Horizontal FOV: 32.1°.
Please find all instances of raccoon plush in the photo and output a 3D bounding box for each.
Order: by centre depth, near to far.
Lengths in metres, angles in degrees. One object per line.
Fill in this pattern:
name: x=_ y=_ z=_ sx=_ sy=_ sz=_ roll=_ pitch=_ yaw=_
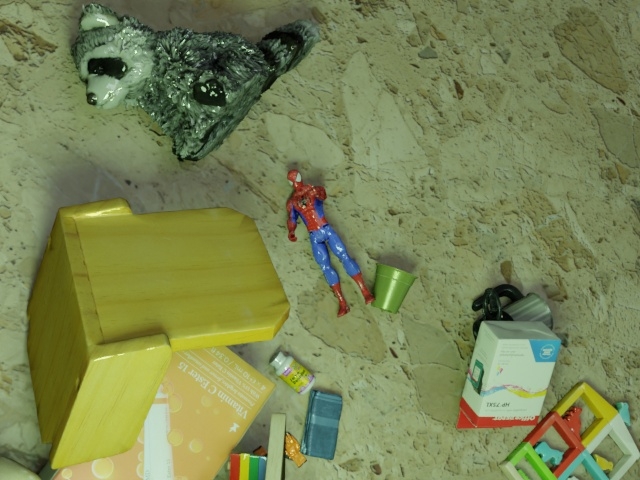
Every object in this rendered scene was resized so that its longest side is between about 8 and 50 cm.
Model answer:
raccoon plush: x=-0.240 y=-0.333 z=1.988 sx=0.299 sy=0.216 sz=0.446 roll=40 pitch=39 yaw=4

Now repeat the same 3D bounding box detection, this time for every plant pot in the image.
plant pot: x=0.129 y=0.092 z=2.069 sx=0.083 sy=0.083 sz=0.079 roll=21 pitch=85 yaw=-16

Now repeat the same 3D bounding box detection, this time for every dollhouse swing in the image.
dollhouse swing: x=-0.261 y=0.136 z=1.736 sx=0.305 sy=0.315 sz=0.347 roll=7 pitch=35 yaw=-28

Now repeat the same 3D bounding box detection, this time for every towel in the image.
towel: x=0.003 y=0.331 z=1.994 sx=0.067 sy=0.029 sz=0.119 roll=18 pitch=72 yaw=-28

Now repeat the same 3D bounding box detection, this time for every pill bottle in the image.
pill bottle: x=-0.051 y=0.235 z=1.985 sx=0.083 sy=0.043 sz=0.043 roll=41 pitch=69 yaw=-9

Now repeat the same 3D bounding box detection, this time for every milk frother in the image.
milk frother: x=0.366 y=0.138 z=2.110 sx=0.134 sy=0.143 sz=0.129 roll=-26 pitch=83 yaw=-21

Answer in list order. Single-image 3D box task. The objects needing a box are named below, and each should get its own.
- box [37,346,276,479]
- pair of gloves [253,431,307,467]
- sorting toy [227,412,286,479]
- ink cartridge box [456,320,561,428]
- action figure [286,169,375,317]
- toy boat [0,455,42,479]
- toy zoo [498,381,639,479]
box: x=-0.270 y=0.316 z=1.819 sx=0.215 sy=0.168 sz=0.345 roll=38 pitch=70 yaw=-11
pair of gloves: x=-0.071 y=0.383 z=1.968 sx=0.083 sy=0.010 sz=0.074 roll=-34 pitch=93 yaw=-22
sorting toy: x=-0.108 y=0.450 z=1.780 sx=0.089 sy=0.255 sz=0.257 roll=4 pitch=47 yaw=1
ink cartridge box: x=0.344 y=0.266 z=2.055 sx=0.134 sy=0.078 sz=0.231 roll=2 pitch=113 yaw=-21
action figure: x=0.000 y=0.000 z=1.998 sx=0.091 sy=0.139 sz=0.280 roll=-26 pitch=87 yaw=13
toy boat: x=-0.480 y=0.428 z=1.653 sx=0.148 sy=0.318 sz=0.267 roll=-45 pitch=123 yaw=-28
toy zoo: x=0.503 y=0.414 z=2.173 sx=0.293 sy=0.030 sz=0.192 roll=-41 pitch=96 yaw=-23
